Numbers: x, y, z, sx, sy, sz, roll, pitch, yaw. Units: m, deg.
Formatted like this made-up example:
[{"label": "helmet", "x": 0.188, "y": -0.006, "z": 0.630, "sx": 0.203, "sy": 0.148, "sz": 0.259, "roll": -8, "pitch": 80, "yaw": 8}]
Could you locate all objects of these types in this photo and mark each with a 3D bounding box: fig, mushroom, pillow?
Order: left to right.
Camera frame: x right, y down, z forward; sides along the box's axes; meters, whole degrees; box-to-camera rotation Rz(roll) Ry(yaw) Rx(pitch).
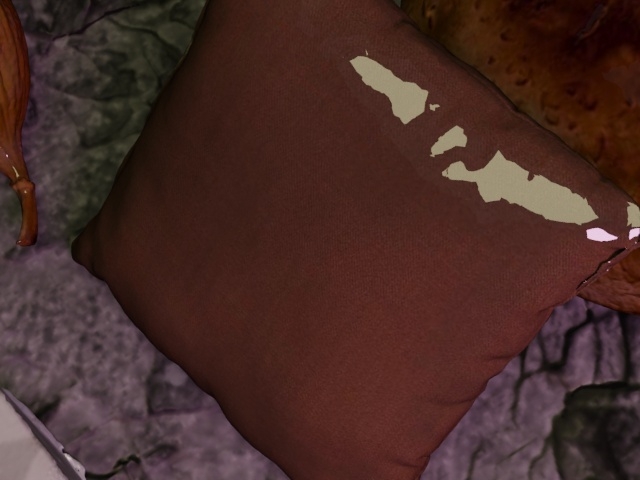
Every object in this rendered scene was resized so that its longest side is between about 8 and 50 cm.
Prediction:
[{"label": "fig", "x": -0.242, "y": -0.096, "z": 0.990, "sx": 0.201, "sy": 0.134, "sz": 0.146, "roll": 45, "pitch": 111, "yaw": -4}, {"label": "pillow", "x": 0.000, "y": 0.000, "z": 0.872, "sx": 0.305, "sy": 0.108, "sz": 0.308, "roll": 44, "pitch": 122, "yaw": 16}, {"label": "mushroom", "x": 0.199, "y": -0.131, "z": 0.898, "sx": 0.345, "sy": 0.239, "sz": 0.345, "roll": -13, "pitch": 49, "yaw": 15}]

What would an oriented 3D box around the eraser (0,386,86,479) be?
[{"label": "eraser", "x": -0.281, "y": 0.298, "z": 0.865, "sx": 0.397, "sy": 0.082, "sz": 0.213, "roll": -41, "pitch": 59, "yaw": -7}]
